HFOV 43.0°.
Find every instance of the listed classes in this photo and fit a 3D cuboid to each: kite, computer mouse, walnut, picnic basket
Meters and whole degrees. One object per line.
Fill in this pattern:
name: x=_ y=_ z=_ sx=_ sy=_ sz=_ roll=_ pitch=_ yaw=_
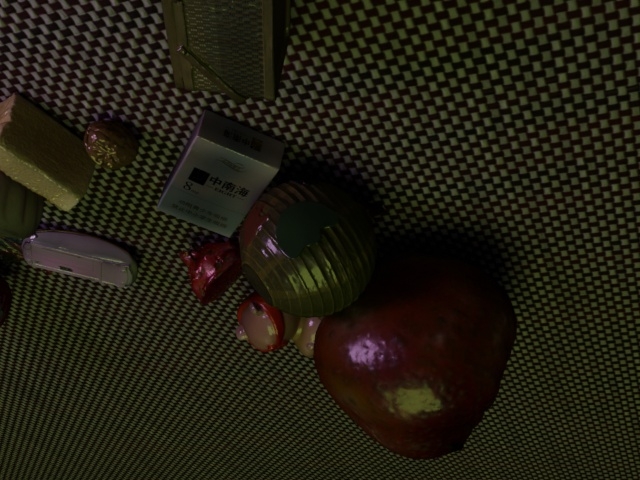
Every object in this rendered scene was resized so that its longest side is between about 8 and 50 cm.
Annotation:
kite: x=-0.657 y=0.024 z=1.783 sx=0.232 sy=0.009 sz=0.189 roll=-14 pitch=138 yaw=29
computer mouse: x=-0.507 y=0.035 z=1.724 sx=0.245 sy=0.056 sz=0.126 roll=13 pitch=143 yaw=-6
walnut: x=-0.361 y=-0.164 z=1.402 sx=0.096 sy=0.083 sz=0.079 roll=35 pitch=165 yaw=-33
picnic basket: x=-0.116 y=-0.320 z=1.053 sx=0.139 sy=0.165 sz=0.267 roll=7 pitch=145 yaw=3

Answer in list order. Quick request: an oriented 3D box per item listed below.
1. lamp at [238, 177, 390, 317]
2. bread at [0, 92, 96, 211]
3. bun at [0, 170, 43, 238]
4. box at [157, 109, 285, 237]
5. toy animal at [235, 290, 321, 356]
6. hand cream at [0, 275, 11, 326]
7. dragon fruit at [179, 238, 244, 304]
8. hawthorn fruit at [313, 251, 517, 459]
lamp: x=0.000 y=0.000 z=1.419 sx=0.284 sy=0.250 sz=0.250 roll=-33 pitch=145 yaw=-15
bread: x=-0.483 y=-0.149 z=1.405 sx=0.068 sy=0.126 sz=0.188 roll=-23 pitch=134 yaw=35
bun: x=-0.601 y=-0.127 z=1.443 sx=0.263 sy=0.175 sz=0.263 roll=24 pitch=-178 yaw=-1
box: x=-0.180 y=-0.112 z=1.439 sx=0.155 sy=0.067 sz=0.243 roll=21 pitch=143 yaw=-18
toy animal: x=-0.080 y=0.168 z=1.733 sx=0.197 sy=0.171 sz=0.171 roll=13 pitch=145 yaw=-19
hand cream: x=-0.814 y=0.134 z=1.793 sx=0.230 sy=0.230 sz=0.149 roll=-4 pitch=143 yaw=19
dragon fruit: x=-0.219 y=0.040 z=1.639 sx=0.111 sy=0.153 sz=0.153 roll=45 pitch=142 yaw=8
hawthorn fruit: x=0.165 y=0.203 z=1.553 sx=0.402 sy=0.403 sz=0.403 roll=6 pitch=144 yaw=5
